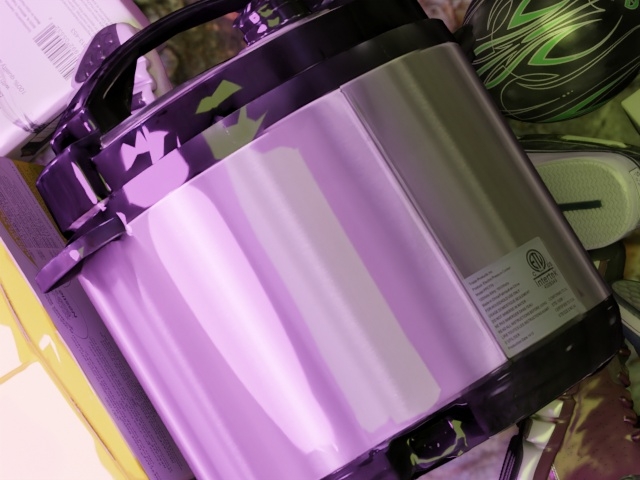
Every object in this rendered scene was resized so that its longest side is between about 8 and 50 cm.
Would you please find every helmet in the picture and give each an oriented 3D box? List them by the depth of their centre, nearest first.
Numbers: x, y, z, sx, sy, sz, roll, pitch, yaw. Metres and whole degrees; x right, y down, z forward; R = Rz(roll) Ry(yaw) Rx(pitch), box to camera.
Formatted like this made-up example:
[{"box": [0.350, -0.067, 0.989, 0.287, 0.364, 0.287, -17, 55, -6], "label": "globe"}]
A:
[{"box": [0.208, -0.183, 1.731, 0.161, 0.169, 0.169, -26, 85, -26], "label": "helmet"}]

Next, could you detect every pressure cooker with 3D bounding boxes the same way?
[{"box": [-0.001, -0.007, 1.548, 0.375, 0.370, 0.420, -32, 87, 12], "label": "pressure cooker"}]

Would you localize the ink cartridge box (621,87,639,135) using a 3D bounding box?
[{"box": [0.380, -0.087, 1.679, 0.154, 0.212, 0.093, -36, 127, 6], "label": "ink cartridge box"}]

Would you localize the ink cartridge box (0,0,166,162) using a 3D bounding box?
[{"box": [-0.295, -0.179, 1.837, 0.237, 0.100, 0.172, -40, 84, 5], "label": "ink cartridge box"}]

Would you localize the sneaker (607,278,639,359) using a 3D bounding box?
[{"box": [0.306, 0.152, 1.676, 0.226, 0.086, 0.163, 39, 120, 20], "label": "sneaker"}]

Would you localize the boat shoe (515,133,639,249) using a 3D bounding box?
[{"box": [0.150, -0.035, 1.764, 0.335, 0.119, 0.121, 3, 103, 28], "label": "boat shoe"}]

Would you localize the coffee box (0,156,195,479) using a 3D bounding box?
[{"box": [-0.330, 0.150, 1.719, 0.337, 0.334, 0.338, -32, 85, 7], "label": "coffee box"}]

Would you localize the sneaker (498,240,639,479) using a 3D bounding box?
[{"box": [0.272, 0.141, 1.760, 0.162, 0.106, 0.281, 16, 97, -2], "label": "sneaker"}]

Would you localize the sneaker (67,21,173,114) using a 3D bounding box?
[{"box": [-0.145, -0.057, 1.774, 0.110, 0.118, 0.292, -10, 97, 37], "label": "sneaker"}]
